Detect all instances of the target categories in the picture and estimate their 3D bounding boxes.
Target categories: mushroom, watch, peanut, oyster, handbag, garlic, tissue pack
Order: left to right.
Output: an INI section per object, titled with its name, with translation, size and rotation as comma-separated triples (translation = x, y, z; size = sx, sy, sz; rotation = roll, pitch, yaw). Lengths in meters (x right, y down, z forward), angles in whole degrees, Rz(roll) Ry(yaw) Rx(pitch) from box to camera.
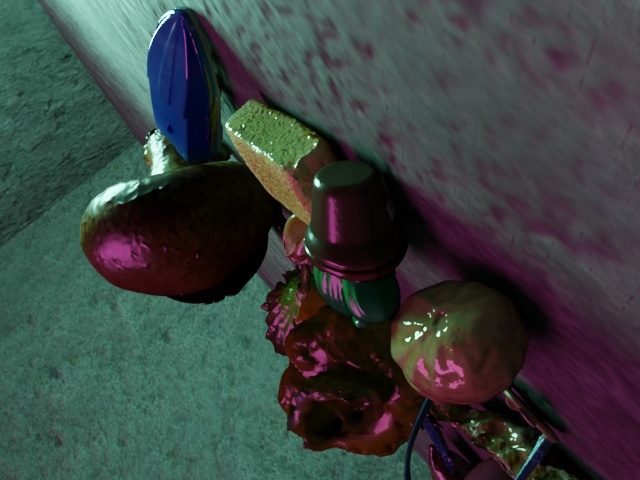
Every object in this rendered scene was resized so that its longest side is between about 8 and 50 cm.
[mushroom]
translation = -0.234, -0.077, 1.216
size = 0.331, 0.356, 0.334
rotation = 3, 170, 12
[garlic]
translation = 0.000, 0.001, 1.015
size = 0.113, 0.074, 0.094
rotation = 42, 134, 8
[tissue pack]
translation = 0.038, 0.157, 1.291
size = 0.123, 0.127, 0.178
rotation = 39, 167, 40
[watch]
translation = 0.132, 0.313, 1.313
size = 0.276, 0.068, 0.274
rotation = 10, -163, 14
[peanut]
translation = 0.128, 0.106, 0.701
size = 0.123, 0.123, 0.257
rotation = 48, 172, 10
[handbag]
translation = 0.315, 0.547, 1.536
size = 0.213, 0.127, 0.235
rotation = 44, 171, 21
[oyster]
translation = 0.263, 0.279, 0.923
size = 0.128, 0.079, 0.345
rotation = 31, 177, -25

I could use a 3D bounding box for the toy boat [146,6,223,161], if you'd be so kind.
[toy boat]
translation = -0.187, -0.228, 0.987
size = 0.129, 0.088, 0.295
rotation = 48, 160, 11

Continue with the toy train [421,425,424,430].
[toy train]
translation = 0.185, 0.335, 1.524
size = 0.081, 0.060, 0.202
rotation = 23, 153, 54

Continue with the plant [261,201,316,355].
[plant]
translation = -0.057, 0.120, 1.384
size = 0.251, 0.180, 0.333
rotation = 52, 174, 28

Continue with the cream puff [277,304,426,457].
[cream puff]
translation = 0.044, 0.232, 1.104
size = 0.282, 0.282, 0.185
rotation = 48, -154, 13

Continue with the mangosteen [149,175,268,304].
[mangosteen]
translation = -0.272, -0.032, 1.518
size = 0.307, 0.307, 0.347
rotation = 29, 140, 65

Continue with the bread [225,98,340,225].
[bread]
translation = -0.032, -0.088, 0.827
size = 0.188, 0.068, 0.125
rotation = 40, 166, 50

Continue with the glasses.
[glasses]
translation = 0.192, 0.267, 0.864
size = 0.088, 0.221, 0.189
rotation = 9, -167, -32

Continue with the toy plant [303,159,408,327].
[toy plant]
translation = 0.041, 0.021, 0.721
size = 0.143, 0.105, 0.200
rotation = -127, 22, -58

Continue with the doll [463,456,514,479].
[doll]
translation = 0.307, 0.416, 0.975
size = 0.221, 0.221, 0.251
rotation = 64, -169, -57
